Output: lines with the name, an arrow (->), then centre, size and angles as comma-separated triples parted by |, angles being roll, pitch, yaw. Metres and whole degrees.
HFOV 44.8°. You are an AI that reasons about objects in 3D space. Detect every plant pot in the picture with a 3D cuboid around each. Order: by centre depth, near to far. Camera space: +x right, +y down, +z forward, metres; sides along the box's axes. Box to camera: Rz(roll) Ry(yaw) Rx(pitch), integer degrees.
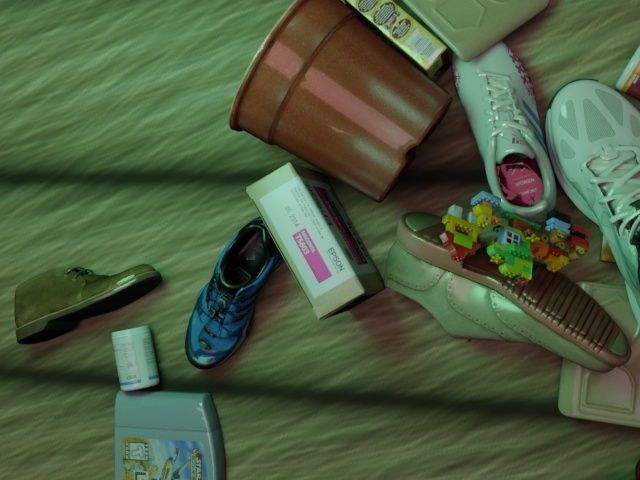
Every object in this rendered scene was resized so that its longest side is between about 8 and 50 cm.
plant pot -> 0.044, -0.212, 1.215 | 0.265, 0.272, 0.272 | 35, 98, 3

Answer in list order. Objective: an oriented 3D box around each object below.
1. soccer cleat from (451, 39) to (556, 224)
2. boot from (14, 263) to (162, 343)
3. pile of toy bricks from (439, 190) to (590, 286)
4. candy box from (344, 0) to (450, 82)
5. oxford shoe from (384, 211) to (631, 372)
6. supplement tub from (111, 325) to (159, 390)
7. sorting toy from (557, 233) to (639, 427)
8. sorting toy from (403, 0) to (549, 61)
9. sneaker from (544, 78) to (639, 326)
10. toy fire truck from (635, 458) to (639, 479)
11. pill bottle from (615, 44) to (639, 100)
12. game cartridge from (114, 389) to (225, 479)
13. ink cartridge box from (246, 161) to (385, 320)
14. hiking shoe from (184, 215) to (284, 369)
soccer cleat -> 0.289, -0.182, 1.198 | 0.116, 0.143, 0.331 | -19, 84, 13
boot -> -0.431, 0.086, 1.402 | 0.305, 0.112, 0.115 | -21, 74, 15
pile of toy bricks -> 0.287, 0.015, 1.128 | 0.212, 0.118, 0.105 | 20, 64, -15
candy box -> 0.125, -0.338, 1.258 | 0.187, 0.109, 0.053 | 42, 96, 11
oxford shoe -> 0.280, 0.102, 1.213 | 0.397, 0.140, 0.146 | 32, 121, 22
supplement tub -> -0.330, 0.210, 1.387 | 0.071, 0.071, 0.107 | -12, 86, 14
sorting toy -> 0.499, 0.133, 1.199 | 0.229, 0.041, 0.307 | 7, 85, 15
sorting toy -> 0.229, -0.401, 1.237 | 0.193, 0.038, 0.208 | -36, 77, -14
sneaker -> 0.457, -0.059, 1.077 | 0.169, 0.257, 0.447 | -25, 77, 10
toy fire truck -> 0.573, 0.453, 1.122 | 0.302, 0.169, 0.253 | 1, 108, 15
pill bottle -> 0.533, -0.233, 1.166 | 0.152, 0.086, 0.086 | 31, 97, 13
game cartridge -> -0.268, 0.417, 1.380 | 0.198, 0.062, 0.297 | -1, 89, 18
ink cartridge box -> 0.000, 0.000, 1.243 | 0.088, 0.193, 0.234 | -31, 83, 12
hiking shoe -> -0.158, 0.084, 1.313 | 0.113, 0.132, 0.304 | 29, 96, 13
